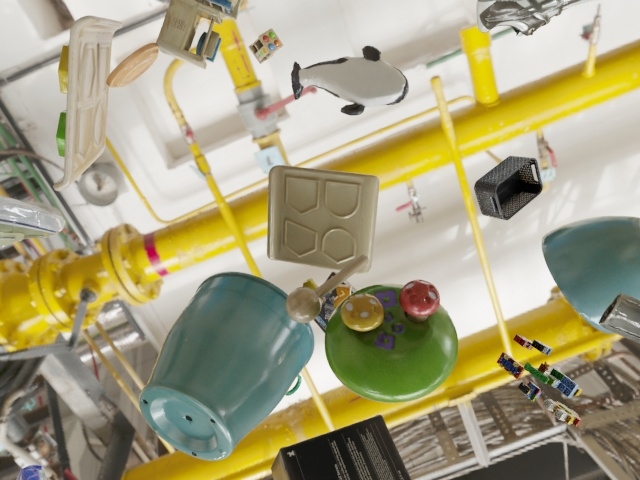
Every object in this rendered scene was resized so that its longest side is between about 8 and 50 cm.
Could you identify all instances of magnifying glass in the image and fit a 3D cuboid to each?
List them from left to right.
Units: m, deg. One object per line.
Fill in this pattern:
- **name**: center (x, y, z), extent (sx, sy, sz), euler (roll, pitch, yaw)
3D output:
- **magnifying glass**: center (-0.127, 0.501, 1.746), extent (0.026, 0.231, 0.092), euler (31, -114, 35)

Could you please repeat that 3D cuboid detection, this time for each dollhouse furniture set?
- **dollhouse furniture set**: center (-0.212, -0.380, 0.768), extent (0.128, 0.184, 0.129), euler (20, -178, -6)

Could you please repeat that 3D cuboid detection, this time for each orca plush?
- **orca plush**: center (0.072, -0.341, 1.074), extent (0.287, 0.151, 0.102), euler (0, 174, 28)

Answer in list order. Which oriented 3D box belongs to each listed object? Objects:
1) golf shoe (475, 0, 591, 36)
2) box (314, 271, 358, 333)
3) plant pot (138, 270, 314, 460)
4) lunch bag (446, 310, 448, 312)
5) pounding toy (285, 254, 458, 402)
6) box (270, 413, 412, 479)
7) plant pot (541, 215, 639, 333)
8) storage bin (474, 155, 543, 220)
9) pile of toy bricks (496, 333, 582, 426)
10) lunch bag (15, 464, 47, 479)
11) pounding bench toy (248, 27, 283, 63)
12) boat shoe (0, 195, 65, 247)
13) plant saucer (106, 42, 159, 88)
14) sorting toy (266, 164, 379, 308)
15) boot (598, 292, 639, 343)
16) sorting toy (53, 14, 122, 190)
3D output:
- **golf shoe**: center (0.319, -0.345, 0.683), extent (0.198, 0.094, 0.077), euler (-1, -130, 0)
- **box**: center (0.068, 0.238, 1.585), extent (0.220, 0.051, 0.175), euler (44, -74, 36)
- **plant pot**: center (-0.180, 0.241, 0.874), extent (0.271, 0.272, 0.255), euler (-8, -151, 28)
- **lunch bag**: center (0.289, 0.215, 1.241), extent (0.098, 0.065, 0.067), euler (-4, -116, 11)
- **pounding toy**: center (0.074, 0.090, 0.638), extent (0.182, 0.110, 0.237), euler (-33, -131, -25)
- **box**: center (0.056, 0.425, 0.707), extent (0.184, 0.103, 0.261), euler (-6, -129, -26)
- **plant pot**: center (0.719, 0.053, 1.149), extent (0.195, 0.290, 0.290), euler (-43, -172, 41)
- **storage bin**: center (0.552, -0.156, 1.391), extent (0.180, 0.122, 0.084), euler (-36, -152, -18)
- **pile of toy bricks**: center (0.506, 0.304, 1.051), extent (0.118, 0.105, 0.212), euler (-62, -152, 9)
- **lunch bag**: center (-0.456, 0.531, 0.761), extent (0.138, 0.294, 0.221), euler (-8, -161, -31)
- **pounding bench toy**: center (-0.128, -0.503, 1.209), extent (0.065, 0.052, 0.083), euler (-15, -153, 52)
- **boat shoe**: center (-0.586, -0.030, 0.827), extent (0.109, 0.094, 0.302), euler (19, 180, 16)
- **plant saucer**: center (-0.243, -0.226, 0.620), extent (0.083, 0.013, 0.083), euler (-36, -163, 13)
- **sorting toy**: center (0.000, 0.000, 1.013), extent (0.228, 0.308, 0.041), euler (7, -161, 10)
- **boot**: center (0.646, 0.199, 0.907), extent (0.208, 0.190, 0.076), euler (16, -134, 22)
- **sorting toy**: center (-0.309, -0.186, 0.622), extent (0.038, 0.208, 0.193), euler (12, -161, -17)
